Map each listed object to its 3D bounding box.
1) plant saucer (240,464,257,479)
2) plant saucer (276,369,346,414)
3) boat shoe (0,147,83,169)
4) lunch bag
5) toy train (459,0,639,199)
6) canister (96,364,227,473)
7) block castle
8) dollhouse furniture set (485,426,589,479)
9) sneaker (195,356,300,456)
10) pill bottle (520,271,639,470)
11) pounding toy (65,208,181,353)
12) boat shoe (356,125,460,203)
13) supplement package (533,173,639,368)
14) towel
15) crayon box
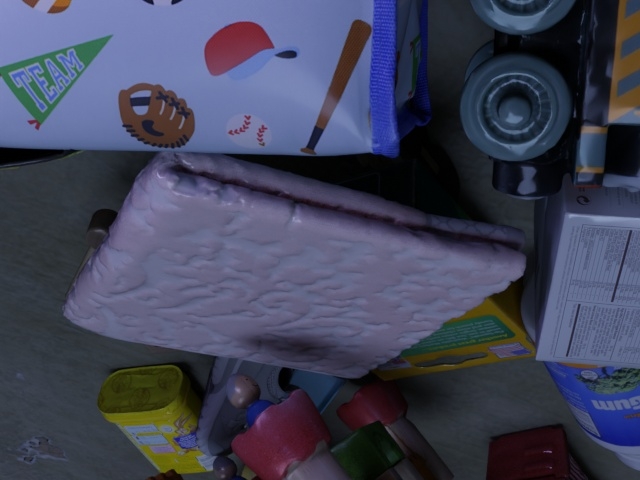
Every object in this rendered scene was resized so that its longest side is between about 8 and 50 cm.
[{"bbox_3d":[0.023,0.449,1.445,0.333,0.081,0.332,36,146,11],"label":"plant saucer"},{"bbox_3d":[-0.030,0.219,1.335,0.067,0.018,0.192,20,137,-10],"label":"plant saucer"},{"bbox_3d":[-0.255,-0.115,0.974,0.228,0.068,0.081,-10,135,21],"label":"boat shoe"},{"bbox_3d":[-0.091,-0.255,0.645,0.328,0.239,0.385,3,105,10],"label":"lunch bag"},{"bbox_3d":[0.197,-0.187,0.692,0.190,0.142,0.333,3,108,10],"label":"toy train"},{"bbox_3d":[-0.210,0.249,1.364,0.126,0.073,0.170,-8,136,19],"label":"canister"},{"bbox_3d":[-0.051,0.281,1.079,0.303,0.213,0.453,-41,166,9],"label":"block castle"},{"bbox_3d":[0.209,0.405,1.388,0.374,0.152,0.201,-19,130,29],"label":"dollhouse furniture set"},{"bbox_3d":[-0.087,0.193,1.252,0.115,0.105,0.281,14,138,-5],"label":"sneaker"},{"bbox_3d":[0.328,0.134,1.068,0.152,0.152,0.272,-15,132,25],"label":"pill bottle"},{"bbox_3d":[-0.187,0.025,1.095,0.181,0.094,0.206,-7,135,18],"label":"pounding toy"},{"bbox_3d":[0.063,-0.088,0.947,0.072,0.068,0.190,-5,137,33],"label":"boat shoe"},{"bbox_3d":[0.328,-0.018,0.865,0.263,0.199,0.198,4,138,7],"label":"supplement package"},{"bbox_3d":[-0.038,0.035,0.868,0.317,0.053,0.332,12,152,-21],"label":"towel"},{"bbox_3d":[0.078,0.045,1.029,0.203,0.083,0.323,-14,148,28],"label":"crayon box"}]
